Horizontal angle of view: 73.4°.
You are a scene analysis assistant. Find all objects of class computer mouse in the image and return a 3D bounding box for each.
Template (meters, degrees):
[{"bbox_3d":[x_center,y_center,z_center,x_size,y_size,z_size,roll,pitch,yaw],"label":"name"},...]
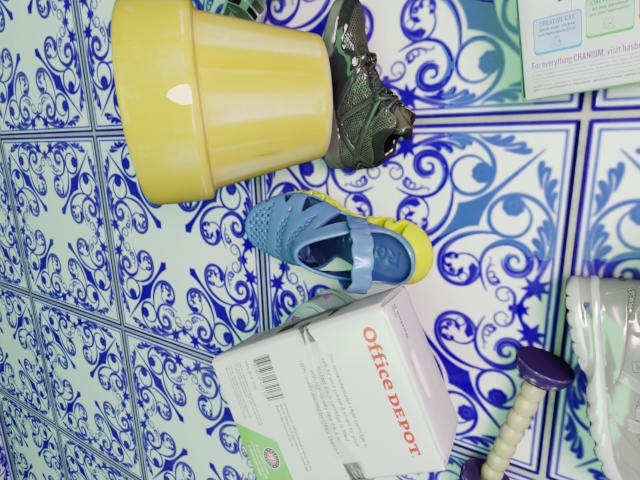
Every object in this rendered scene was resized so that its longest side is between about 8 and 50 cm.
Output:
[{"bbox_3d":[-0.123,-0.366,0.683,0.106,0.042,0.193,33,126,-13],"label":"computer mouse"}]

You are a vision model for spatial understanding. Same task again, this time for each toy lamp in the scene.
[{"bbox_3d":[0.255,0.279,0.592,0.080,0.080,0.275,22,113,27],"label":"toy lamp"}]

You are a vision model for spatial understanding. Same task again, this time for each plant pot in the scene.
[{"bbox_3d":[-0.116,-0.183,0.574,0.254,0.238,0.254,174,90,-79],"label":"plant pot"}]

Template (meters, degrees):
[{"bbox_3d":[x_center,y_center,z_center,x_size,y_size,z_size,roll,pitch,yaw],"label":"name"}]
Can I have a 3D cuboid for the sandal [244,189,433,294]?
[{"bbox_3d":[0.000,0.000,0.651,0.317,0.138,0.126,12,111,32],"label":"sandal"}]

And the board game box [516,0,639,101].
[{"bbox_3d":[0.292,-0.302,0.362,0.242,0.064,0.317,1,121,34],"label":"board game box"}]

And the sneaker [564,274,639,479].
[{"bbox_3d":[0.360,0.173,0.476,0.115,0.105,0.281,-13,95,35],"label":"sneaker"}]

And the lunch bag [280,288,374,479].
[{"bbox_3d":[0.044,0.230,0.697,0.279,0.108,0.224,43,115,14],"label":"lunch bag"}]

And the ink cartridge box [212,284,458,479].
[{"bbox_3d":[0.017,0.200,0.578,0.272,0.114,0.199,-23,87,27],"label":"ink cartridge box"}]

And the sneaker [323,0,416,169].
[{"bbox_3d":[0.070,-0.208,0.582,0.130,0.087,0.228,9,110,29],"label":"sneaker"}]
